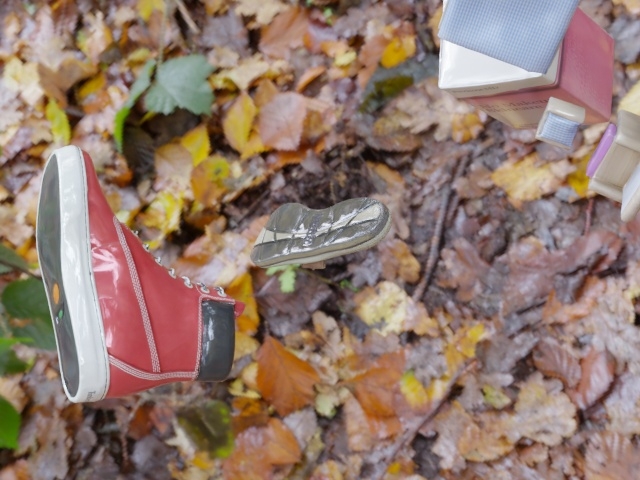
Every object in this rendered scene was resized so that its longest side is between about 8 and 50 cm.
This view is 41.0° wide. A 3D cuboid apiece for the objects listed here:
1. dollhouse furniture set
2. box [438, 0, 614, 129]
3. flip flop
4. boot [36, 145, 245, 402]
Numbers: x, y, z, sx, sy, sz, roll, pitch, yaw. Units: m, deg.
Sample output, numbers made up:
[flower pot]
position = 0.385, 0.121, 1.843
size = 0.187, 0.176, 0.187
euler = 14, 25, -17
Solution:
[dollhouse furniture set]
position = 0.221, -0.178, 0.827
size = 0.303, 0.286, 0.198
euler = 23, 42, 5
[box]
position = 0.280, -0.238, 1.144
size = 0.148, 0.232, 0.127
euler = 0, 82, 39
[flip flop]
position = 0.000, 0.000, 1.240
size = 0.277, 0.080, 0.112
euler = -9, 48, 43
[boot]
position = -0.166, 0.024, 0.811
size = 0.088, 0.176, 0.244
euler = -41, 60, 51
